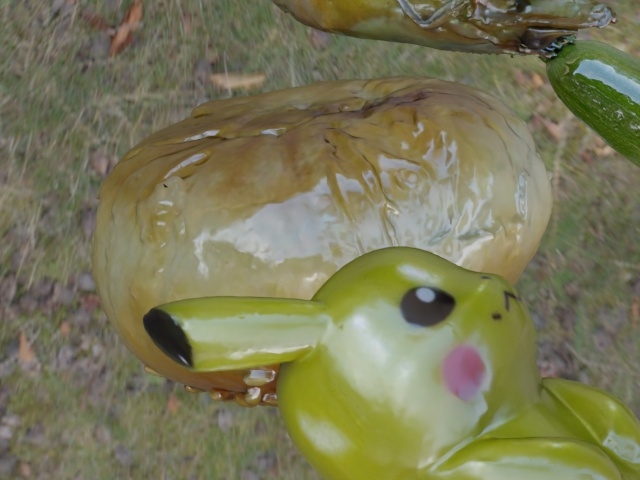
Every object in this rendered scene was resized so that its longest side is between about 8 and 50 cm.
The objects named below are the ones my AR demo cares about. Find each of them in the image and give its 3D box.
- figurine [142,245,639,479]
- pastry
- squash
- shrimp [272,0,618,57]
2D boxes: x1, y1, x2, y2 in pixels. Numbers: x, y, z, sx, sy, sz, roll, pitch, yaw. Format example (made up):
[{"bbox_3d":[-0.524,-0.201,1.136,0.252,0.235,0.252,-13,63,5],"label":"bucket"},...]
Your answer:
[{"bbox_3d":[0.082,0.117,0.837,0.169,0.218,0.327,-41,82,24],"label":"figurine"},{"bbox_3d":[0.000,0.000,1.270,0.409,0.409,0.245,-13,108,-1],"label":"pastry"},{"bbox_3d":[0.270,-0.067,1.039,0.071,0.080,0.318,-43,63,-12],"label":"squash"},{"bbox_3d":[0.050,-0.167,0.825,0.061,0.267,0.145,-36,141,-35],"label":"shrimp"}]
